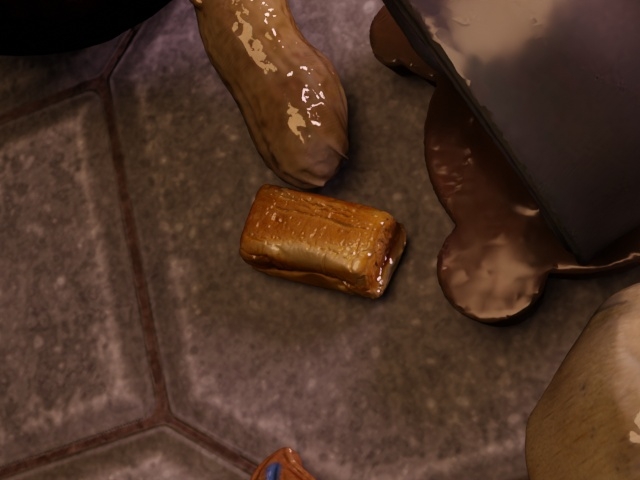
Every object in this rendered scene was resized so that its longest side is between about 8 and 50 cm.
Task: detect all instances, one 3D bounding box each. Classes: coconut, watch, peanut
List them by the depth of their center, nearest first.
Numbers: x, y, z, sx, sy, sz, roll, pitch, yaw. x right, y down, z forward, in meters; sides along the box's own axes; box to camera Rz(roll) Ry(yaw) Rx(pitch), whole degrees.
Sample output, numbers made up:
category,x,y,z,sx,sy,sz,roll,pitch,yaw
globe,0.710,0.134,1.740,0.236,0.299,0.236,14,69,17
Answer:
category,x,y,z,sx,sy,sz,roll,pitch,yaw
coconut,0.237,0.140,1.009,0.224,0.224,0.224,-7,67,18
watch,0.149,-0.148,1.073,0.314,0.327,0.335,-33,61,5
peanut,-0.041,-0.137,1.263,0.099,0.099,0.214,-35,77,4

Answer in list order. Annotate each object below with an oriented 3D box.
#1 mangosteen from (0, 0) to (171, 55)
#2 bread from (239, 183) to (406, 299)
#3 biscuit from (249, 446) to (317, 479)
category,x,y,z,sx,sy,sz,roll,pitch,yaw
mangosteen,-0.260,-0.361,1.300,0.382,0.382,0.435,-44,53,0
bread,0.000,0.000,1.227,0.132,0.053,0.074,11,72,26
biscuit,-0.054,0.253,1.153,0.280,0.043,0.183,-18,58,12
